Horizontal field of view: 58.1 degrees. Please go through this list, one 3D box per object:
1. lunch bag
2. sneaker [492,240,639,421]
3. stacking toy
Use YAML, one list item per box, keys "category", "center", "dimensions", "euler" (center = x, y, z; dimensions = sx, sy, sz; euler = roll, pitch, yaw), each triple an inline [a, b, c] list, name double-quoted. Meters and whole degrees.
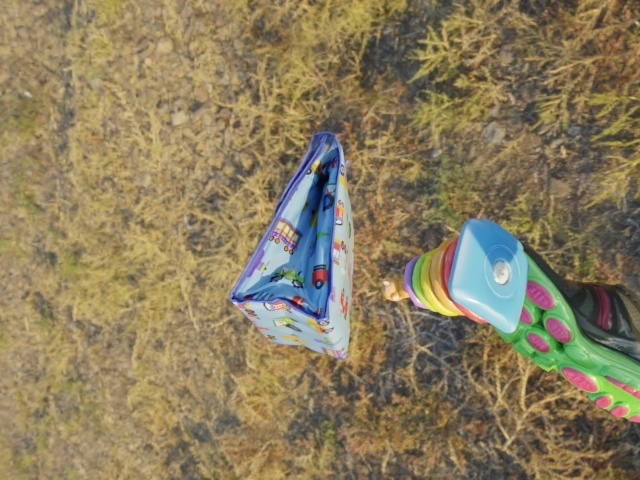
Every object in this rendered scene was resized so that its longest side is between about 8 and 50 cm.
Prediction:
- category: "lunch bag"
  center: [0.000, 0.000, 0.852]
  dimensions: [0.138, 0.221, 0.293]
  euler: [11, 68, 13]
- category: "sneaker"
  center: [0.512, 0.160, 1.147]
  dimensions: [0.483, 0.202, 0.185]
  euler: [40, 141, -6]
- category: "stacking toy"
  center: [0.223, 0.078, 1.086]
  dimensions: [0.302, 0.175, 0.165]
  euler: [-18, 47, 55]
